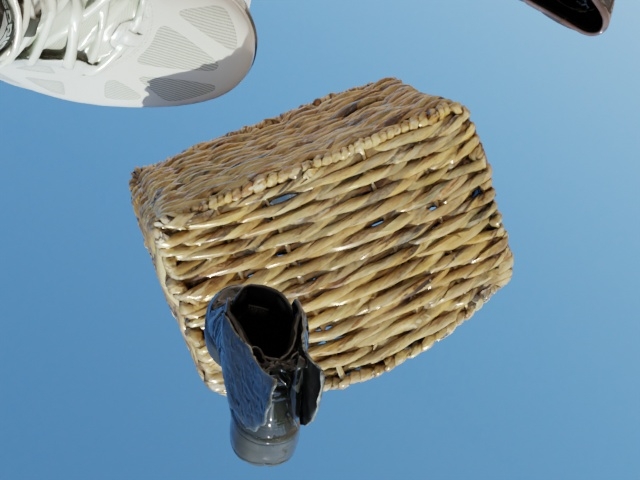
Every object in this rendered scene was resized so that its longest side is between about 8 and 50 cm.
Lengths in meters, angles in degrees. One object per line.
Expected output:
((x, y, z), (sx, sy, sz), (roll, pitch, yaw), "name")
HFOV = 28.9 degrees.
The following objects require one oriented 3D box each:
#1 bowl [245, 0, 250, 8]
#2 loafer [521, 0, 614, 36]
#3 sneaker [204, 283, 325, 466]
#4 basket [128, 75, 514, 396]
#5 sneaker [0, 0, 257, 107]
((-0.127, -0.310, 1.647), (0.053, 0.142, 0.142), (9, -163, -14), "bowl")
((0.206, -0.324, 1.346), (0.303, 0.109, 0.095), (27, -138, -22), "loafer")
((-0.031, 0.054, 0.676), (0.051, 0.089, 0.170), (-2, -145, -11), "sneaker")
((0.000, 0.000, 1.134), (0.223, 0.299, 0.213), (-136, 25, -71), "basket")
((-0.224, -0.151, 0.923), (0.448, 0.169, 0.257), (12, -154, -31), "sneaker")
